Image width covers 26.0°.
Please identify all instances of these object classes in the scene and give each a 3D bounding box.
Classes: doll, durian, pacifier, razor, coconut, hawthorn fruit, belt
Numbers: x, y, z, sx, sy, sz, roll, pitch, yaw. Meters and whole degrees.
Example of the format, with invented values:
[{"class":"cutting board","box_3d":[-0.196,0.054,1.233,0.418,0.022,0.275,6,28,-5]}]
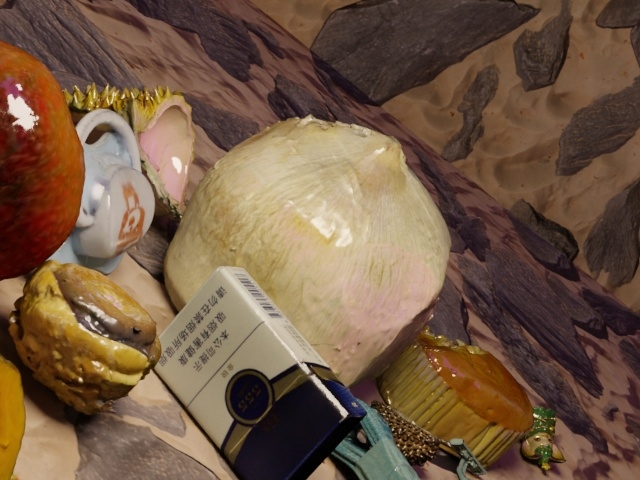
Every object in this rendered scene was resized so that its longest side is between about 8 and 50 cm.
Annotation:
[{"class":"doll","box_3d":[0.373,0.352,2.389,0.078,0.076,0.113,8,60,-15]},{"class":"durian","box_3d":[0.120,0.287,1.991,0.140,0.071,0.110,24,-6,29]},{"class":"pacifier","box_3d":[-0.335,-0.059,1.792,0.207,0.227,0.279,4,10,17]},{"class":"durian","box_3d":[-0.296,-0.150,2.007,0.196,0.185,0.305,5,-21,18]},{"class":"razor","box_3d":[0.232,0.389,2.054,0.084,0.036,0.211,53,16,-31]},{"class":"coconut","box_3d":[0.000,0.000,1.957,0.404,0.404,0.404,36,19,-15]},{"class":"hawthorn fruit","box_3d":[-0.415,-0.103,1.564,0.285,0.284,0.369,32,2,-25]},{"class":"belt","box_3d":[0.092,0.325,1.819,0.072,0.087,0.302,46,6,-45]}]

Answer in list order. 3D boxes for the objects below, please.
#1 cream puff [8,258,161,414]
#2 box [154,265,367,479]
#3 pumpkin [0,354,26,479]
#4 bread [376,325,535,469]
[{"class":"cream puff","box_3d":[-0.266,0.113,1.553,0.189,0.129,0.189,35,11,-8]},{"class":"box","box_3d":[-0.082,0.177,1.705,0.259,0.168,0.071,48,18,23]},{"class":"pumpkin","box_3d":[-0.357,0.202,1.096,0.139,0.221,0.317,14,16,7]},{"class":"bread","box_3d":[0.220,0.243,2.201,0.250,0.133,0.179,36,23,-11]}]
